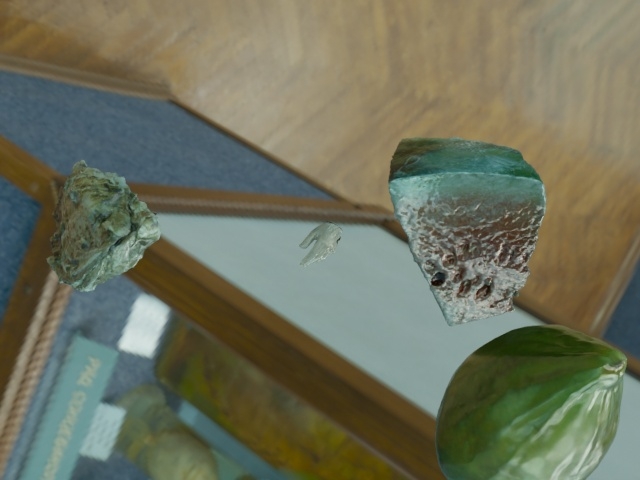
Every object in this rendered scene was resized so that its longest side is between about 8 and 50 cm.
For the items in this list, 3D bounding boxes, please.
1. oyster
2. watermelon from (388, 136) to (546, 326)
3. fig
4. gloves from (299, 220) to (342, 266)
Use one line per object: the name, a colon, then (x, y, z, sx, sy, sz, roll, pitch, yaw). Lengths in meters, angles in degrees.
oyster: (-0.215, -0.011, 1.081, 0.064, 0.177, 0.125, -1, 118, -35)
watermelon: (0.158, 0.001, 1.180, 0.094, 0.154, 0.241, -74, 162, -47)
fig: (0.198, 0.147, 1.055, 0.167, 0.167, 0.233, -26, 139, -43)
gloves: (0.000, 0.001, 1.427, 0.044, 0.037, 0.081, 38, 84, -22)
